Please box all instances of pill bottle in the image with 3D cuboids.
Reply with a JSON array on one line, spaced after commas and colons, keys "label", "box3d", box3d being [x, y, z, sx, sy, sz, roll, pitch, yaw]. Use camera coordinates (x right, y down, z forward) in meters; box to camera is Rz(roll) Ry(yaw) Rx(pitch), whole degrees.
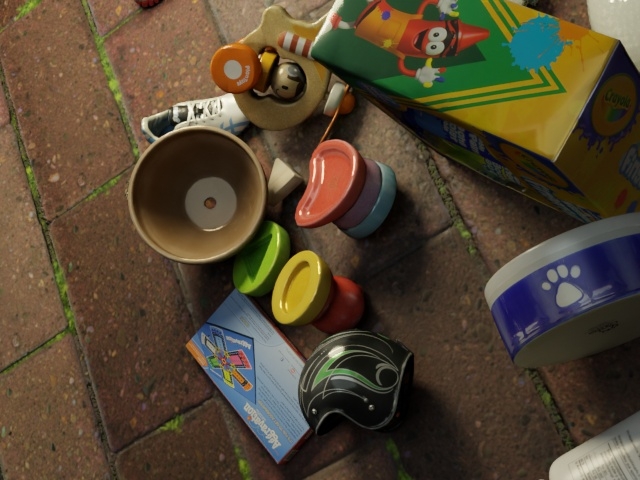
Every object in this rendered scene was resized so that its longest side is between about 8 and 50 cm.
[{"label": "pill bottle", "box3d": [0.397, 0.320, 1.339, 0.283, 0.160, 0.160, -35, 62, 17]}]

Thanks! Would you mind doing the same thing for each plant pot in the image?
[{"label": "plant pot", "box3d": [-0.199, -0.070, 1.789, 0.237, 0.110, 0.237, -1, 82, 8]}]

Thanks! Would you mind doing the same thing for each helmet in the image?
[{"label": "helmet", "box3d": [0.049, 0.217, 1.566, 0.161, 0.169, 0.169, 10, 81, 15]}]

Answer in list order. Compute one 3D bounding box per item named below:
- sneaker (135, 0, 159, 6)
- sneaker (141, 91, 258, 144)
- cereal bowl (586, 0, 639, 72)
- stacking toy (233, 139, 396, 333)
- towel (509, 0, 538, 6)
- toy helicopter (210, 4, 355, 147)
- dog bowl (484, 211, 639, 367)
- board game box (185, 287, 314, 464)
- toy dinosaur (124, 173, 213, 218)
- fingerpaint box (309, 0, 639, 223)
[{"label": "sneaker", "box3d": [-0.297, -0.551, 2.022, 0.225, 0.092, 0.088, -42, 60, 12]}, {"label": "sneaker", "box3d": [-0.218, -0.219, 1.887, 0.237, 0.086, 0.085, -16, 67, 23]}, {"label": "cereal bowl", "box3d": [0.537, -0.378, 1.475, 0.339, 0.141, 0.339, -8, 73, 28]}, {"label": "stacking toy", "box3d": [0.000, 0.000, 1.719, 0.279, 0.130, 0.309, 9, 76, 58]}, {"label": "towel", "box3d": [0.251, -0.522, 1.710, 0.324, 0.056, 0.312, 29, 88, 21]}, {"label": "toy helicopter", "box3d": [0.006, -0.315, 1.743, 0.355, 0.140, 0.235, -39, 95, 21]}, {"label": "dog bowl", "box3d": [0.357, 0.070, 1.373, 0.265, 0.265, 0.104, -26, 66, 21]}, {"label": "board game box", "box3d": [-0.099, 0.219, 1.727, 0.145, 0.027, 0.281, -48, 59, 8]}, {"label": "toy dinosaur", "box3d": [-0.260, -0.086, 1.889, 0.268, 0.064, 0.118, -9, 65, 24]}, {"label": "fingerpaint box", "box3d": [0.257, -0.171, 1.393, 0.371, 0.445, 0.163, 29, 92, 32]}]
